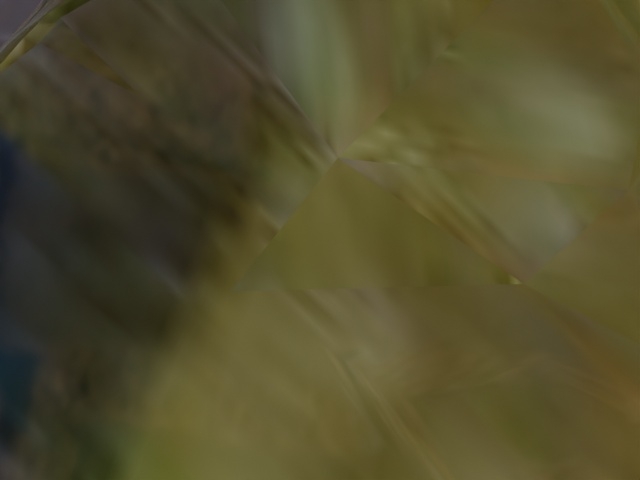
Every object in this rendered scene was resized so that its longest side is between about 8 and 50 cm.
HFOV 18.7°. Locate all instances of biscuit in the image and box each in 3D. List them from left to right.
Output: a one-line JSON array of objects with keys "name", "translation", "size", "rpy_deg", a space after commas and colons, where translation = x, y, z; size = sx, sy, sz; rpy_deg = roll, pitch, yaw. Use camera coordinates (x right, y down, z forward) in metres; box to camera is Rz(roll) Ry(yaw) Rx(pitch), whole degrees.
[{"name": "biscuit", "translation": [0.000, 0.000, 0.549], "size": [0.329, 0.335, 0.078], "rpy_deg": [9, -13, -8]}]
